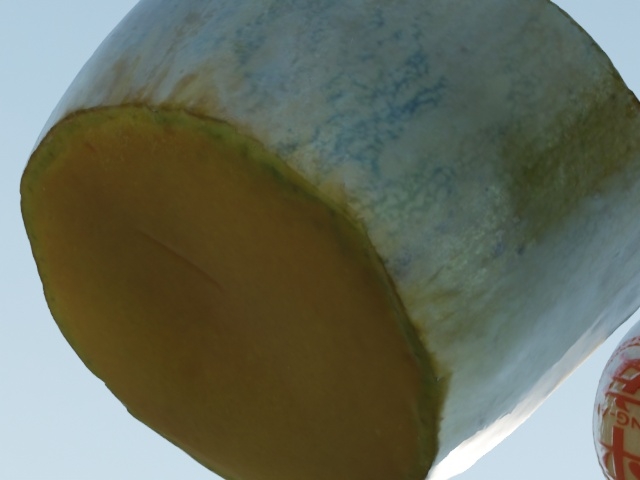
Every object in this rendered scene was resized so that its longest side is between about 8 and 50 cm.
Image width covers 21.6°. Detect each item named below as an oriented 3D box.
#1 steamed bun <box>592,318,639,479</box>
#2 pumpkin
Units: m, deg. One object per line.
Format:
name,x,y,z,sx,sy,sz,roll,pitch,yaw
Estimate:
steamed bun,0.310,0.155,1.410,0.232,0.145,0.231,-176,-90,-74
pumpkin,0.000,0.000,0.905,0.332,0.199,0.332,20,-42,19
